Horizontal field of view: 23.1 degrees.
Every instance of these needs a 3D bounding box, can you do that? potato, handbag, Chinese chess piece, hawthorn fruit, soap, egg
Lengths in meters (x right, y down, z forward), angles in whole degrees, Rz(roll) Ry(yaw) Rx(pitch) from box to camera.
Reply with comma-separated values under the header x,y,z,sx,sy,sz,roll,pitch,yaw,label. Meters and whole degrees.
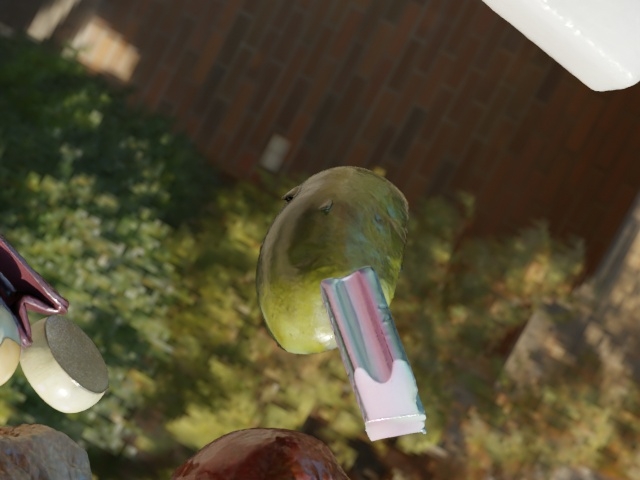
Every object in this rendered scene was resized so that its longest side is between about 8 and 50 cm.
x,y,z,sx,sy,sz,roll,pitch,yaw,label
0.000,0.000,1.694,0.272,0.160,0.111,-74,146,-50,potato
-0.367,0.016,1.594,0.074,0.216,0.203,-47,-161,-19,handbag
-0.310,0.150,1.888,0.051,0.122,0.122,-36,179,16,Chinese chess piece
-0.080,0.301,1.661,0.253,0.205,0.205,-17,-152,42,hawthorn fruit
0.049,0.110,1.438,0.056,0.149,0.100,-19,161,-2,soap
-0.320,0.100,1.494,0.071,0.083,0.071,-27,159,-11,egg

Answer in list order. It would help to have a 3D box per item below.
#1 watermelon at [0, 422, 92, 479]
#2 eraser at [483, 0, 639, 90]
x,y,z,sx,sy,sz,roll,pitch,yaw,label
-0.270,0.230,1.070,0.151,0.264,0.302,-31,-131,41,watermelon
0.142,-0.245,1.063,0.094,0.270,0.174,0,-120,59,eraser
